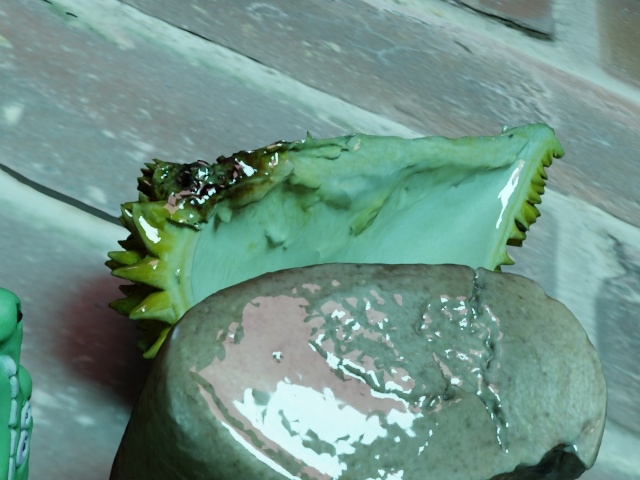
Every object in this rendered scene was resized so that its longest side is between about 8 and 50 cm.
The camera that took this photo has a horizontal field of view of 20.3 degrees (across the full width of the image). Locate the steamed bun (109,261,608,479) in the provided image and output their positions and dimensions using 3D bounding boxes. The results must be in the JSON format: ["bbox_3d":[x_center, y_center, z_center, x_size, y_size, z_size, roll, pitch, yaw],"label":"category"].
[{"bbox_3d":[0.013,0.084,0.661,0.175,0.145,0.106,-5,57,-25],"label":"steamed bun"}]

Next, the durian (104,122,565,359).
[{"bbox_3d":[0.000,0.000,0.804,0.252,0.139,0.144,2,31,-36],"label":"durian"}]

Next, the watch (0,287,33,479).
[{"bbox_3d":[-0.178,0.087,0.554,0.152,0.131,0.165,6,32,3],"label":"watch"}]
